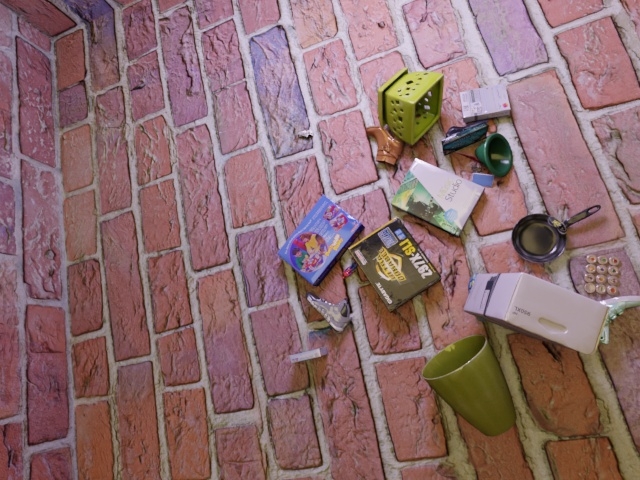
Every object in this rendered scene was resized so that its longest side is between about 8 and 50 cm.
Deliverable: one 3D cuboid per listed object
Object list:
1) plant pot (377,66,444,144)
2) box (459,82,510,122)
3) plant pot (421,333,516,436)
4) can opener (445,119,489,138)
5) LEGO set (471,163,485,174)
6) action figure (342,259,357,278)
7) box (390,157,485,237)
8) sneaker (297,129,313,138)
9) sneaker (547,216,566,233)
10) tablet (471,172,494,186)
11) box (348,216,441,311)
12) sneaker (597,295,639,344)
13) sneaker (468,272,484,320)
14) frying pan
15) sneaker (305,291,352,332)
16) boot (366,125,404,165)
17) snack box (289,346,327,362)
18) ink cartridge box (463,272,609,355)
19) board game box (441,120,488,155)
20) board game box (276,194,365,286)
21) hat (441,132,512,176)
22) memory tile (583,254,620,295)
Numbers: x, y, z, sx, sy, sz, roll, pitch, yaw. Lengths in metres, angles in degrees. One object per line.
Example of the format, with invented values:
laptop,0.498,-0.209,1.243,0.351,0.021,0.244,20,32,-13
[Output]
plant pot,0.373,-0.587,1.804,0.207,0.227,0.228,32,65,28
box,0.700,-0.588,1.803,0.186,0.038,0.145,-8,64,18
plant pot,0.570,0.543,1.538,0.275,0.275,0.293,-35,86,9
can opener,0.631,-0.471,1.811,0.186,0.059,0.073,-15,48,5
LEGO set,0.669,-0.308,1.784,0.054,0.023,0.083,30,77,19
action figure,0.137,0.125,1.865,0.115,0.030,0.038,-47,65,-3
box,0.493,-0.185,1.795,0.322,0.058,0.232,28,89,22
sneaker,-0.073,-0.516,2.061,0.083,0.032,0.037,-11,76,16
sneaker,0.901,-0.061,1.597,0.031,0.035,0.083,-44,69,6
tablet,0.676,-0.252,1.759,0.083,0.006,0.054,11,123,19
box,0.310,0.101,1.775,0.257,0.079,0.322,-32,71,1
sneaker,1.032,0.288,1.501,0.256,0.094,0.151,-20,68,24
sneaker,0.637,0.223,1.670,0.078,0.067,0.188,-9,76,0
frying pan,0.890,-0.058,1.642,0.197,0.053,0.326,40,91,20
sneaker,0.050,0.281,1.843,0.132,0.086,0.228,-45,80,0
boot,0.275,-0.430,1.910,0.197,0.073,0.152,20,90,23
snack box,-0.050,0.493,1.815,0.141,0.100,0.037,-16,75,14
ink cartridge box,0.703,0.233,1.430,0.285,0.395,0.166,21,86,3
board game box,0.604,-0.425,1.770,0.186,0.126,0.026,-22,73,14
board game box,0.000,0.000,1.909,0.233,0.078,0.347,40,93,21
hat,0.669,-0.354,1.775,0.173,0.183,0.208,-47,112,-23
memory tile,1.049,0.128,1.573,0.113,0.012,0.148,7,82,20
